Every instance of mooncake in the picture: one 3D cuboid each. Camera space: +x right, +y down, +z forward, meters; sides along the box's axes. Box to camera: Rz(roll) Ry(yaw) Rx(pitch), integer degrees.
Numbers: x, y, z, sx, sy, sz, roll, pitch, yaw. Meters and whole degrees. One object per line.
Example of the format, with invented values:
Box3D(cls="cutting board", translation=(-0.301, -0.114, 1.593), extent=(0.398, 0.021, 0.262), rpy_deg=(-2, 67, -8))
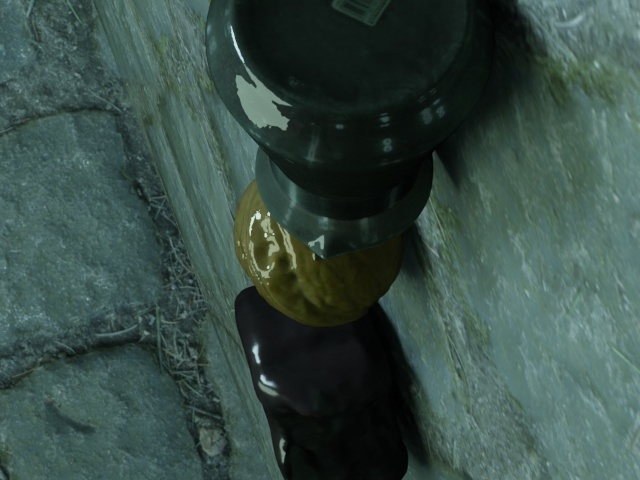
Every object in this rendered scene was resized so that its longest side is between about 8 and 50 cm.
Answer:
Box3D(cls="mooncake", translation=(-0.003, 0.215, 1.877), extent=(0.381, 0.212, 0.350), rpy_deg=(81, 166, -52))

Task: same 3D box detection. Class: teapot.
Box3D(cls="teapot", translation=(0.027, -0.159, 1.201), extent=(0.344, 0.253, 0.300), rpy_deg=(93, -175, -70))

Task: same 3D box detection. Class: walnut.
Box3D(cls="walnut", translation=(0.000, 0.000, 1.564), extent=(0.228, 0.228, 0.228), rpy_deg=(60, 164, 29))

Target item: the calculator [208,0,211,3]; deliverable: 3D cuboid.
Box3D(cls="calculator", translation=(-0.157, -0.402, 1.885), extent=(0.157, 0.033, 0.236), rpy_deg=(24, 136, 69))
